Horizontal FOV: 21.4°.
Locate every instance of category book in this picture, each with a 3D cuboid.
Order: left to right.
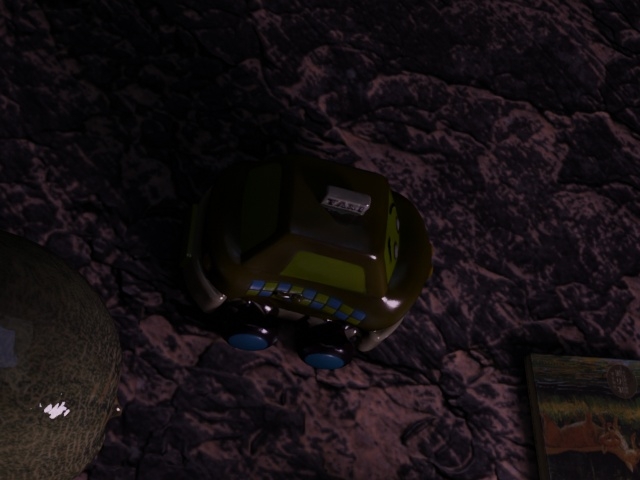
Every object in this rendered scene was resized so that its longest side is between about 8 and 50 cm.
[{"bbox_3d":[0.306,0.235,1.842,0.160,0.024,0.228,6,64,-23],"label":"book"}]

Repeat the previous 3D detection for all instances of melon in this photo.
[{"bbox_3d":[-0.334,0.103,1.509,0.329,0.248,0.248,19,61,-10],"label":"melon"}]

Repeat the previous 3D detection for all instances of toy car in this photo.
[{"bbox_3d":[0.000,0.000,1.720,0.248,0.198,0.204,15,61,-17],"label":"toy car"}]
